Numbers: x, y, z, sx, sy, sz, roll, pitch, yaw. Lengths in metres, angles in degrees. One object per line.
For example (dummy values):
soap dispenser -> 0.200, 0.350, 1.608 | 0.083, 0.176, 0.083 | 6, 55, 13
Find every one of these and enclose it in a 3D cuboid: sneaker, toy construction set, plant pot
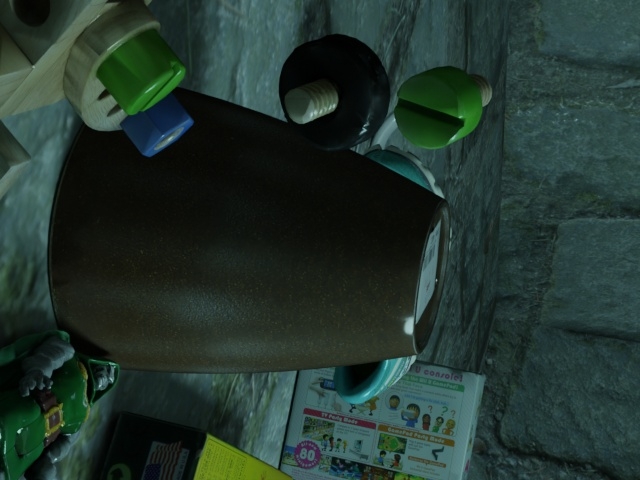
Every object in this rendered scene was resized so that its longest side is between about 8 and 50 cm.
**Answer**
sneaker -> 0.062, 0.041, 0.959 | 0.110, 0.107, 0.275 | -33, 131, -55
toy construction set -> -0.111, -0.154, 0.406 | 0.237, 0.257, 0.309 | -32, 110, -53
plant pot -> -0.032, 0.006, 0.671 | 0.215, 0.230, 0.215 | 9, 90, -73

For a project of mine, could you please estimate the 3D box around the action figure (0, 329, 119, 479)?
action figure -> -0.180, 0.111, 0.543 | 0.232, 0.063, 0.137 | -43, 137, -70

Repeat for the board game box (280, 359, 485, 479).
board game box -> 0.065, 0.291, 1.169 | 0.097, 0.224, 0.303 | 29, 72, -72

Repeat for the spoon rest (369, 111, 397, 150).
spoon rest -> 0.092, -0.072, 1.351 | 0.276, 0.084, 0.137 | -67, 162, -1

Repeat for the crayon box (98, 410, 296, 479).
crayon box -> -0.110, 0.282, 0.827 | 0.318, 0.081, 0.202 | 59, 43, -65
